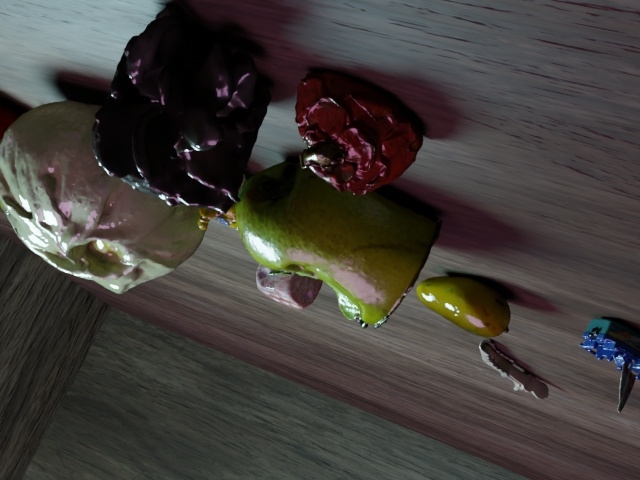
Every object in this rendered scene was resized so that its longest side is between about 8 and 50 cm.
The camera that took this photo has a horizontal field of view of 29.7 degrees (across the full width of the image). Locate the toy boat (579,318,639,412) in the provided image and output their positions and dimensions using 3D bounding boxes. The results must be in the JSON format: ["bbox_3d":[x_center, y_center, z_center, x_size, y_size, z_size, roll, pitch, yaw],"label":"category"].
[{"bbox_3d":[0.440,0.193,1.719,0.175,0.110,0.091,30,167,-23],"label":"toy boat"}]

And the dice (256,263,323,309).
[{"bbox_3d":[-0.057,0.068,2.225,0.093,0.091,0.094,16,165,39],"label":"dice"}]

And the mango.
[{"bbox_3d":[0.218,0.096,1.844,0.161,0.076,0.103,20,171,38],"label":"mango"}]

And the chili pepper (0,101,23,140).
[{"bbox_3d":[-0.528,-0.156,2.172,0.338,0.131,0.134,28,177,-16],"label":"chili pepper"}]

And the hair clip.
[{"bbox_3d":[0.342,0.235,2.248,0.072,0.034,0.226,13,161,48],"label":"hair clip"}]

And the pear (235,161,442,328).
[{"bbox_3d":[0.008,-0.006,1.661,0.255,0.164,0.238,30,169,-11],"label":"pear"}]

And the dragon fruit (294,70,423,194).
[{"bbox_3d":[0.041,-0.109,1.307,0.162,0.106,0.083,33,165,-18],"label":"dragon fruit"}]

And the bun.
[{"bbox_3d":[-0.355,-0.050,1.908,0.365,0.219,0.365,16,152,9],"label":"bun"}]

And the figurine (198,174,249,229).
[{"bbox_3d":[-0.136,-0.049,1.873,0.094,0.115,0.156,32,172,23],"label":"figurine"}]

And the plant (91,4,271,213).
[{"bbox_3d":[-0.160,-0.139,1.410,0.188,0.199,0.276,22,172,-9],"label":"plant"}]
